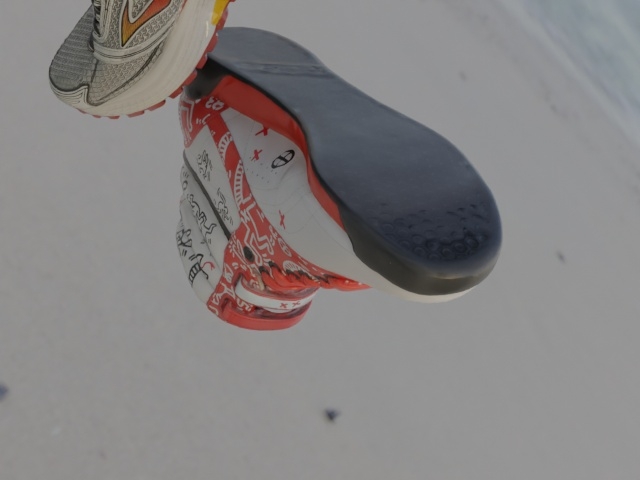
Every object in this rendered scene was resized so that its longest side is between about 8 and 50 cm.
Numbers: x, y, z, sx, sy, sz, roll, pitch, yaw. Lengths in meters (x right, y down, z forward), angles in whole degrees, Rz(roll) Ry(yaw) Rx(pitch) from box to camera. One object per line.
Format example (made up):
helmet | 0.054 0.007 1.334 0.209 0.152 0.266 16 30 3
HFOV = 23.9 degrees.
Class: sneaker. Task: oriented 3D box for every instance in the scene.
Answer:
sneaker | -0.090 -0.146 0.775 0.092 0.225 0.088 12 52 -30
sneaker | 0.001 -0.001 0.808 0.090 0.145 0.270 -10 33 -29
